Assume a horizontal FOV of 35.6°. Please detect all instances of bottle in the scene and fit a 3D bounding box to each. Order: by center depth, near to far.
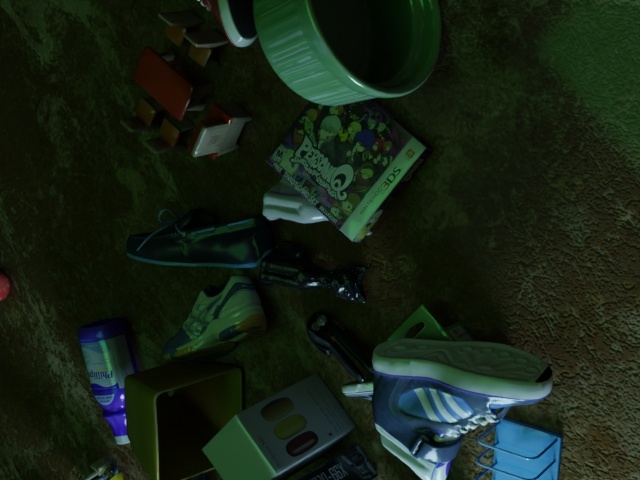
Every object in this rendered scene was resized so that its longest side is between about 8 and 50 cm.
[{"bbox_3d":[-0.470,0.322,2.279,0.118,0.092,0.282,-8,97,38],"label":"bottle"}]

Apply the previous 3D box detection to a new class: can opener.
[{"bbox_3d":[0.038,0.197,1.870,0.186,0.059,0.073,36,166,39],"label":"can opener"}]

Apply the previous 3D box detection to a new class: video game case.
[{"bbox_3d":[0.046,-0.149,1.747,0.232,0.042,0.210,44,105,20],"label":"video game case"}]

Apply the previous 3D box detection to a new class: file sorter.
[{"bbox_3d":[0.326,0.406,1.680,0.118,0.104,0.170,12,109,34],"label":"file sorter"}]

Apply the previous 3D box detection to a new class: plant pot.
[{"bbox_3d":[-0.303,0.362,2.104,0.187,0.212,0.212,19,114,47],"label":"plant pot"}]

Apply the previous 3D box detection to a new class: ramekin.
[{"bbox_3d":[0.038,-0.359,1.577,0.148,0.303,0.303,-12,95,47],"label":"ramekin"}]

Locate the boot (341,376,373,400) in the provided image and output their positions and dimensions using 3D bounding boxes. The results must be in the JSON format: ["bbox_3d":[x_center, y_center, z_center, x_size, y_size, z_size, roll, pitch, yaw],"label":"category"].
[{"bbox_3d":[0.124,0.295,1.827,0.190,0.069,0.086,-11,90,38],"label":"boot"}]

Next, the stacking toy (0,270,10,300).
[{"bbox_3d":[-0.915,0.162,2.567,0.330,0.141,0.141,-23,87,34],"label":"stacking toy"}]

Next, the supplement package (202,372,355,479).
[{"bbox_3d":[-0.076,0.375,1.892,0.139,0.244,0.134,52,127,14],"label":"supplement package"}]

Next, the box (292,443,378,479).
[{"bbox_3d":[-0.068,0.519,1.884,0.242,0.307,0.076,-47,70,35],"label":"box"}]

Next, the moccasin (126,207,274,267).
[{"bbox_3d":[-0.238,-0.012,2.005,0.342,0.138,0.116,0,98,23],"label":"moccasin"}]

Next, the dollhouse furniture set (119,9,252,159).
[{"bbox_3d":[-0.270,-0.275,1.934,0.259,0.135,0.262,42,124,22],"label":"dollhouse furniture set"}]

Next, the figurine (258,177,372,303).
[{"bbox_3d":[0.000,0.000,1.843,0.210,0.092,0.214,13,109,26],"label":"figurine"}]

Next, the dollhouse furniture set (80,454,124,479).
[{"bbox_3d":[-0.567,0.708,2.336,0.198,0.286,0.303,39,134,23],"label":"dollhouse furniture set"}]

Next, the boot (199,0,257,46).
[{"bbox_3d":[-0.212,-0.453,1.877,0.176,0.088,0.244,-25,79,40],"label":"boot"}]

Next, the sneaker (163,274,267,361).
[{"bbox_3d":[-0.221,0.164,2.056,0.296,0.112,0.131,-28,67,38],"label":"sneaker"}]

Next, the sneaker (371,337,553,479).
[{"bbox_3d":[0.232,0.294,1.636,0.323,0.130,0.236,4,110,34],"label":"sneaker"}]

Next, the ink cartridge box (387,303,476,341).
[{"bbox_3d":[0.226,0.215,1.732,0.209,0.062,0.109,51,126,15],"label":"ink cartridge box"}]

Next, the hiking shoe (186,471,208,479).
[{"bbox_3d":[-0.298,0.560,2.198,0.086,0.114,0.226,9,107,36],"label":"hiking shoe"}]
